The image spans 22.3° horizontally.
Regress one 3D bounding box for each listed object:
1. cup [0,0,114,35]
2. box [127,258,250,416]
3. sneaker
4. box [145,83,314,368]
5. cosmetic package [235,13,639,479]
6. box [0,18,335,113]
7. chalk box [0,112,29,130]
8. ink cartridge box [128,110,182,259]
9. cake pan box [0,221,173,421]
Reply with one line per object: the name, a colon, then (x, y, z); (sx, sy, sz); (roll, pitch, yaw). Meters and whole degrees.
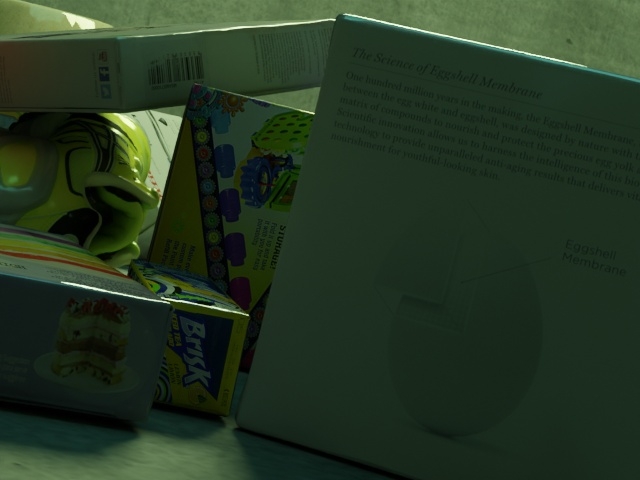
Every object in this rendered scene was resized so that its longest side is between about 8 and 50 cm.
cup: (-0.355, -0.163, 1.952); (0.331, 0.237, 0.331); (14, 3, -1)
box: (-0.083, 0.053, 0.929); (0.054, 0.059, 0.169); (12, 4, -12)
sneaker: (-0.201, -0.025, 1.309); (0.147, 0.145, 0.384); (22, 15, 8)
box: (0.059, 0.015, 1.168); (0.279, 0.177, 0.290); (16, 4, 14)
cosmetic package: (0.102, 0.017, 0.869); (0.224, 0.225, 0.138); (15, 4, 18)
box: (-0.178, -0.137, 1.266); (0.322, 0.059, 0.232); (6, 13, 41)
chalk box: (-0.362, -0.084, 1.505); (0.213, 0.132, 0.132); (10, 6, -34)
ink cartridge box: (-0.179, -0.057, 1.633); (0.082, 0.140, 0.190); (-31, -11, 14)
cake pan box: (-0.236, 0.019, 0.838); (0.266, 0.070, 0.245); (12, 2, -21)
